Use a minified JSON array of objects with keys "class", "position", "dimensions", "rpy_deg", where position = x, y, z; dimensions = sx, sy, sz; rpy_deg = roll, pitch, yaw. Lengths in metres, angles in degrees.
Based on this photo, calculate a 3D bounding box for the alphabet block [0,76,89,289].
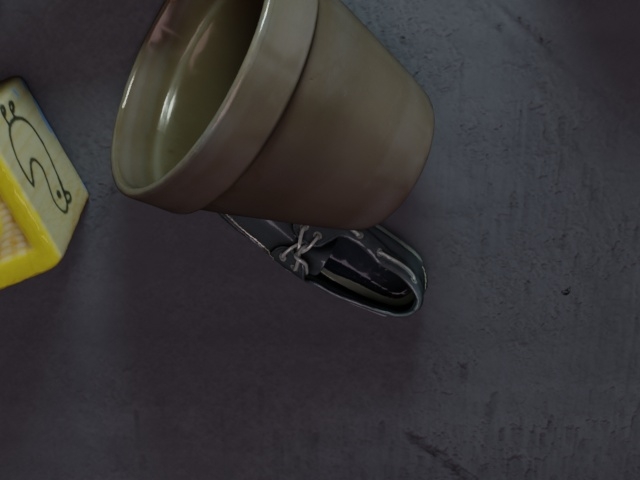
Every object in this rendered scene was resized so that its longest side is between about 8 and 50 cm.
[{"class":"alphabet block","position":[-0.413,-0.055,1.318],"dimensions":[0.193,0.197,0.192],"rpy_deg":[-24,114,9]}]

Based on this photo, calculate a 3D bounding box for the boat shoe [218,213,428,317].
[{"class":"boat shoe","position":[0.000,0.000,1.409],"dimensions":[0.319,0.099,0.116],"rpy_deg":[30,111,-14]}]

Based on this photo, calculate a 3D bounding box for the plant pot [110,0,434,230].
[{"class":"plant pot","position":[-0.035,-0.149,1.251],"dimensions":[0.280,0.323,0.323],"rpy_deg":[23,114,-30]}]
